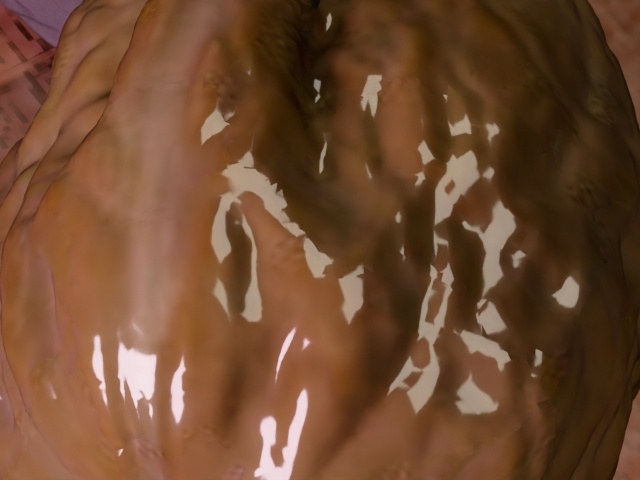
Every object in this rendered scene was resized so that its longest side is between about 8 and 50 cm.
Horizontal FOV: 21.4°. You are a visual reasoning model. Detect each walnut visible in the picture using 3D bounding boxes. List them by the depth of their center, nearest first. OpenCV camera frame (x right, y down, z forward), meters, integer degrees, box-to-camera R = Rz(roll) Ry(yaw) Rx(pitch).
[{"bbox_3d":[0.000,0.000,0.392,0.155,0.155,0.184,18,56,-9],"label":"walnut"}]

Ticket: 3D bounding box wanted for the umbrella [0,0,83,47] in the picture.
[{"bbox_3d":[0.034,-0.160,0.538,0.337,0.073,0.067,-37,97,-32],"label":"umbrella"}]
